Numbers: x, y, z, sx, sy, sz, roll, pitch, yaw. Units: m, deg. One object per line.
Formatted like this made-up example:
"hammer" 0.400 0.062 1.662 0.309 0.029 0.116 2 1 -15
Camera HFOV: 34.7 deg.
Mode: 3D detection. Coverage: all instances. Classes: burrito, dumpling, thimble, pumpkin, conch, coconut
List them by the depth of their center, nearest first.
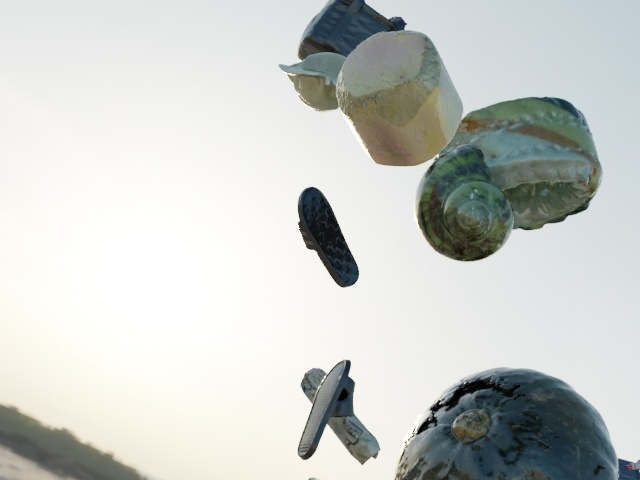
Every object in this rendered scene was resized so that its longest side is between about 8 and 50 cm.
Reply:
"coconut" 0.102 -0.172 1.281 0.147 0.147 0.153 13 -25 31
"conch" 0.223 -0.059 1.619 0.124 0.187 0.181 -4 7 -29
"thimble" 0.350 -0.131 1.822 0.288 0.167 0.254 -2 -25 -13
"burrito" 0.036 0.317 1.844 0.203 0.064 0.064 54 -16 4
"dumpling" -0.012 -0.309 1.965 0.155 0.111 0.181 20 -25 -21
"pumpkin" 0.351 0.454 1.982 0.454 0.454 0.344 4 -35 49

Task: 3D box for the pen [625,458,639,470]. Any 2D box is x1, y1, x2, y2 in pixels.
"pen" 0.642 0.394 1.850 0.218 0.026 0.026 -4 -8 -19

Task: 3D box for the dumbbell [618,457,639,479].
"dumbbell" 0.601 0.594 2.036 0.156 0.316 0.143 -24 -45 15

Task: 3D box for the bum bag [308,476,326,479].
"bum bag" 0.049 0.467 1.553 0.248 0.069 0.102 63 -21 9

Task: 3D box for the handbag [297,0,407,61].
"handbag" 0.090 -0.427 2.290 0.254 0.181 0.181 35 -16 0

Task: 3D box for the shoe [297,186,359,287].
"shoe" 0.000 0.000 1.688 0.049 0.071 0.179 -14 -71 46

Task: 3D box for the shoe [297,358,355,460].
"shoe" 0.018 0.251 1.481 0.053 0.159 0.062 33 -24 -16
